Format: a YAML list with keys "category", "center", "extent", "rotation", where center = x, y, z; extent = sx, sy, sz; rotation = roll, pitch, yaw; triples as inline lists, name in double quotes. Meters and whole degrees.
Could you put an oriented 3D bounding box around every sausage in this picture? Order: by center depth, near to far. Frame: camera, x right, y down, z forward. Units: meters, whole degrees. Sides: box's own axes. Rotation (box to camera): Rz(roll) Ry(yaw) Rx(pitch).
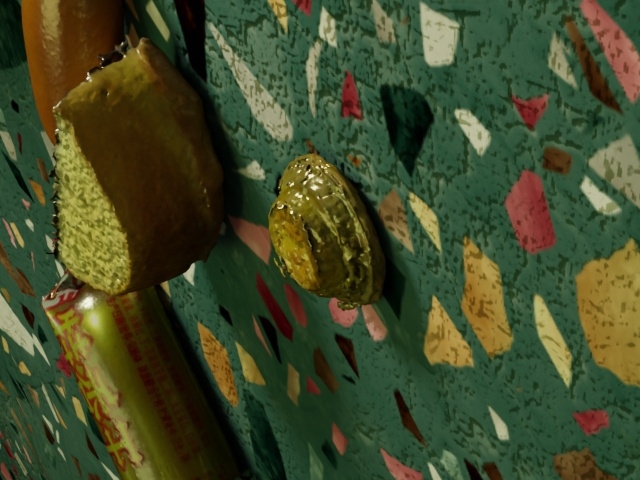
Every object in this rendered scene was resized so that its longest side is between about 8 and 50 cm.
- category: "sausage"
  center: [-0.214, -0.178, 1.583]
  extent: [0.098, 0.098, 0.238]
  rotation: [40, 142, 45]
- category: "sausage"
  center: [-0.189, 0.133, 1.853]
  extent: [0.125, 0.117, 0.317]
  rotation: [-24, 92, 34]

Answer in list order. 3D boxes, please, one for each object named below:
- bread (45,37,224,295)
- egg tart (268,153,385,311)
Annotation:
- category: "bread"
  center: [-0.150, -0.037, 1.564]
  extent: [0.134, 0.129, 0.260]
  rotation: [40, 149, 24]
- category: "egg tart"
  center: [0.000, 0.000, 1.367]
  extent: [0.130, 0.052, 0.130]
  rotation: [44, 149, 35]
